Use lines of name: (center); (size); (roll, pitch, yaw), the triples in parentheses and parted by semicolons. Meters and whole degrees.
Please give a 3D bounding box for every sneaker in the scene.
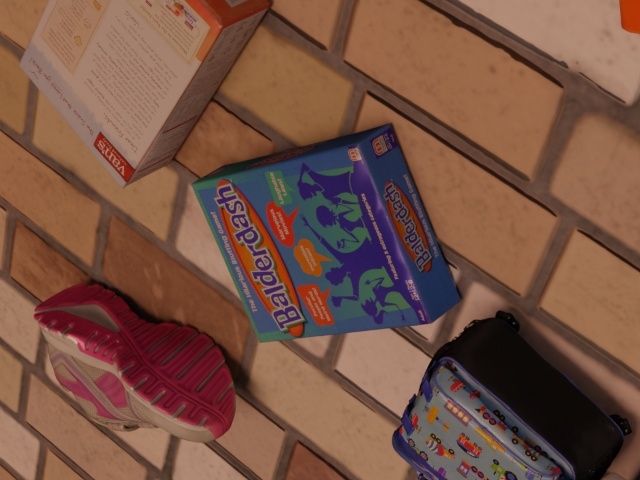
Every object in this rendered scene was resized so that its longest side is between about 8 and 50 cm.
sneaker: (-0.179, 0.139, 1.435); (0.252, 0.103, 0.111); (29, 136, 36)

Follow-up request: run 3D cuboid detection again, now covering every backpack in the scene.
backpack: (0.134, 0.168, 1.145); (0.158, 0.117, 0.173); (44, 139, 15)

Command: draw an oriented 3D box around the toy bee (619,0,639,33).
toy bee: (0.310, -0.125, 0.800); (0.298, 0.162, 0.195); (54, 153, 41)

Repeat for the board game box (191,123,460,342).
board game box: (0.000, 0.000, 1.213); (0.210, 0.047, 0.160); (-11, 107, 46)

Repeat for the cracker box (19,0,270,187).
cracker box: (-0.157, -0.175, 1.235); (0.155, 0.067, 0.232); (49, 137, 8)

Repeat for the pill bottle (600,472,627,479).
pill bottle: (0.321, 0.351, 1.000); (0.408, 0.229, 0.229); (36, 134, 20)
